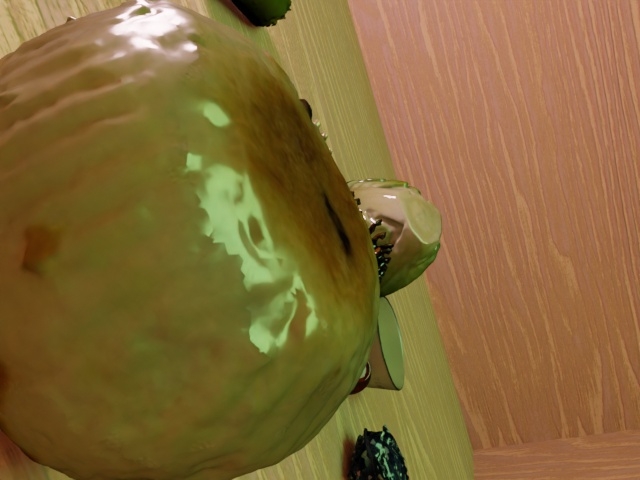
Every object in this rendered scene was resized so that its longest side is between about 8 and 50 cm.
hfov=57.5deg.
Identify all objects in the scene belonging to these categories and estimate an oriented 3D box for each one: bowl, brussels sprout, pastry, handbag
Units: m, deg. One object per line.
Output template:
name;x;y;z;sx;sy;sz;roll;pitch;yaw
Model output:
bowl;0.123;0.264;1.457;0.238;0.126;0.238;-14;90;-74
brussels sprout;0.132;-0.009;1.369;0.289;0.355;0.281;16;68;-27
pastry;-0.135;0.011;0.490;0.388;0.312;0.388;55;18;-28
handbag;0.140;0.544;1.318;0.162;0.113;0.260;-68;143;-53

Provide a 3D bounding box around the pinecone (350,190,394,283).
pinecone;-0.002;0.001;1.132;0.292;0.246;0.246;58;15;6

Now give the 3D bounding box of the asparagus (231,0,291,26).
asparagus;-0.140;-0.542;1.271;0.108;0.128;0.382;-67;163;3

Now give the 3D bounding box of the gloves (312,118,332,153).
gloves;-0.034;-0.208;1.343;0.164;0.124;0.203;74;1;-46

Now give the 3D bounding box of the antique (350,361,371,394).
antique;0.064;0.292;1.298;0.104;0.104;0.104;-14;90;-74
